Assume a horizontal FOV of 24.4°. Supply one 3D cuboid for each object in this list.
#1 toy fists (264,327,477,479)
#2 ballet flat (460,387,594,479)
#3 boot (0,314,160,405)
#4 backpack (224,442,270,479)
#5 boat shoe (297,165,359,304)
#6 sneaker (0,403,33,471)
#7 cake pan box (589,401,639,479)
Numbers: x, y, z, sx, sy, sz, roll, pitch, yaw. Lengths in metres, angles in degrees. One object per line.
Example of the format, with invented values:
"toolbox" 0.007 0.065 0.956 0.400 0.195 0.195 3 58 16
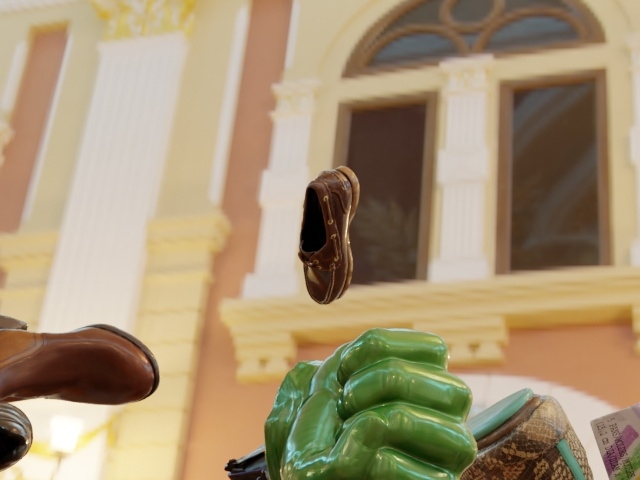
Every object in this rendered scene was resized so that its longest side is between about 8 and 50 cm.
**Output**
"toy fists" 0.010 0.180 0.907 0.142 0.279 0.096 -11 -39 46
"ballet flat" 0.163 0.303 1.822 0.182 0.164 0.483 56 -31 -6
"boot" -0.340 0.158 1.560 0.264 0.280 0.096 16 -70 18
"backpack" -0.029 0.342 2.211 0.173 0.158 0.117 -20 -85 35
"boat shoe" 0.000 0.000 1.955 0.073 0.073 0.207 26 -52 33
"sneaker" -0.485 0.255 1.772 0.286 0.109 0.130 -14 3 -17
"cake pan box" 0.467 0.284 1.714 0.245 0.267 0.070 -20 -29 12
